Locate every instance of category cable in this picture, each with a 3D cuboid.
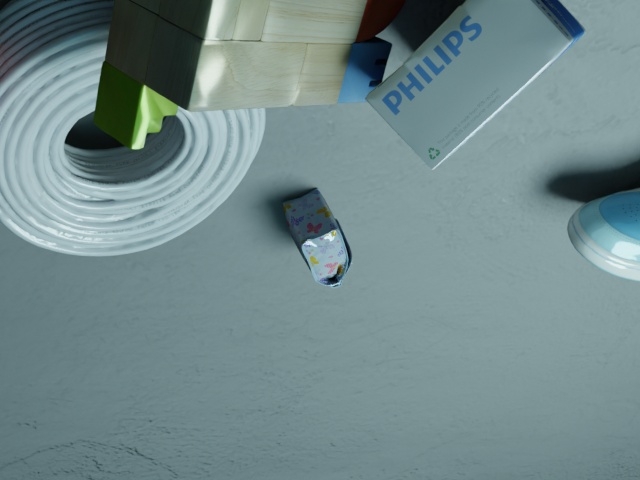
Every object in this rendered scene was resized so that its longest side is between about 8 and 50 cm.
[{"bbox_3d":[-0.174,-0.098,0.801,0.257,0.089,0.257,-34,143,12],"label":"cable"}]

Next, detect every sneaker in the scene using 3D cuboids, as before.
[{"bbox_3d":[0.431,-0.069,1.047,0.319,0.127,0.208,-7,138,-27],"label":"sneaker"}]

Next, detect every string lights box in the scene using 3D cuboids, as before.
[{"bbox_3d":[0.136,-0.147,0.776,0.133,0.260,0.077,-43,88,22],"label":"string lights box"}]

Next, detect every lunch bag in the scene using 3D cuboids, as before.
[{"bbox_3d":[0.000,0.000,0.996,0.053,0.071,0.083,-21,135,-4],"label":"lunch bag"}]

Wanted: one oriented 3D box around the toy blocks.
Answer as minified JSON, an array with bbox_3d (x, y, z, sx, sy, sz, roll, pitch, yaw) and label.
[{"bbox_3d":[0.006,-0.246,0.670,0.261,0.191,0.381,-11,125,-47],"label":"toy blocks"}]
